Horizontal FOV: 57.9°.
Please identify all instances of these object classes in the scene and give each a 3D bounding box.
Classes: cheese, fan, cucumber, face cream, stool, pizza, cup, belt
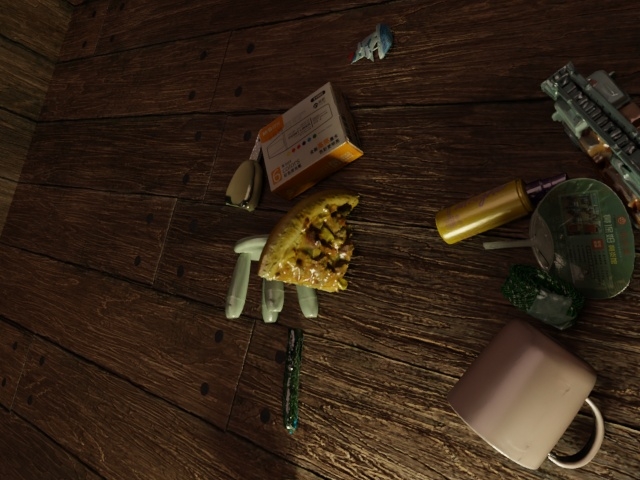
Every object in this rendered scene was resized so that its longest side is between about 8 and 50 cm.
[{"bbox_3d":[-0.206,-0.214,1.727,0.127,0.054,0.252,16,85,41],"label":"cheese"},{"bbox_3d":[0.452,-0.022,1.089,0.294,0.012,0.223,33,128,41],"label":"fan"},{"bbox_3d":[-0.072,0.346,1.443,0.044,0.043,0.257,-11,70,41],"label":"cucumber"},{"bbox_3d":[0.375,-0.073,1.194,0.273,0.078,0.078,-23,62,31],"label":"face cream"},{"bbox_3d":[-0.124,0.101,1.471,0.195,0.195,0.199,-10,74,36],"label":"stool"},{"bbox_3d":[-0.022,-0.018,1.371,0.087,0.268,0.258,-2,79,48],"label":"pizza"},{"bbox_3d":[0.386,0.278,1.021,0.253,0.191,0.200,36,97,10],"label":"cup"},{"bbox_3d":[0.410,0.110,1.076,0.151,0.121,0.079,36,119,40],"label":"belt"}]

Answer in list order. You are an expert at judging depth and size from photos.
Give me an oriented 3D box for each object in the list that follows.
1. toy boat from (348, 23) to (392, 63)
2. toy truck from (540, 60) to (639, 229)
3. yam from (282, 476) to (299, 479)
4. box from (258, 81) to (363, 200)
[{"bbox_3d":[0.141,-0.536,1.575,0.149,0.034,0.105,10,85,53],"label":"toy boat"},{"bbox_3d":[0.531,-0.186,1.036,0.133,0.184,0.338,-37,56,23],"label":"toy truck"},{"bbox_3d":[-0.075,0.686,1.331,0.046,0.046,0.264,-10,70,36],"label":"yam"},{"bbox_3d":[-0.033,-0.265,1.578,0.273,0.091,0.221,-31,57,27],"label":"box"}]
